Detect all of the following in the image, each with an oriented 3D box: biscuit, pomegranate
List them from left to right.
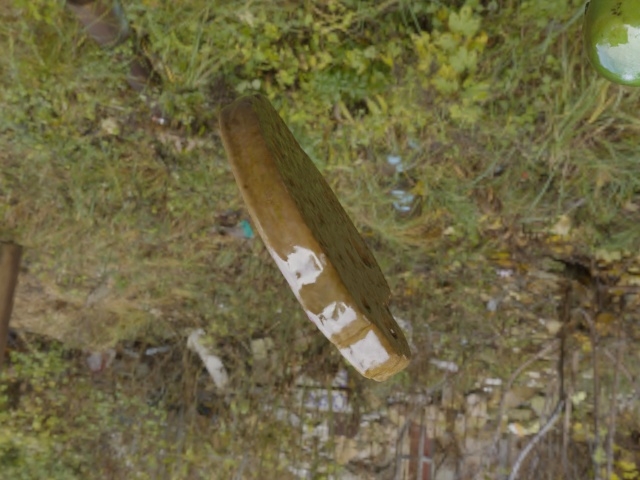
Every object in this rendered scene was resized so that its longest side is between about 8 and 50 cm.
[{"bbox_3d":[0.000,0.000,0.858,0.074,0.359,0.381,-26,150,8],"label":"biscuit"},{"bbox_3d":[0.448,-0.279,0.925,0.210,0.180,0.180,23,168,21],"label":"pomegranate"}]
